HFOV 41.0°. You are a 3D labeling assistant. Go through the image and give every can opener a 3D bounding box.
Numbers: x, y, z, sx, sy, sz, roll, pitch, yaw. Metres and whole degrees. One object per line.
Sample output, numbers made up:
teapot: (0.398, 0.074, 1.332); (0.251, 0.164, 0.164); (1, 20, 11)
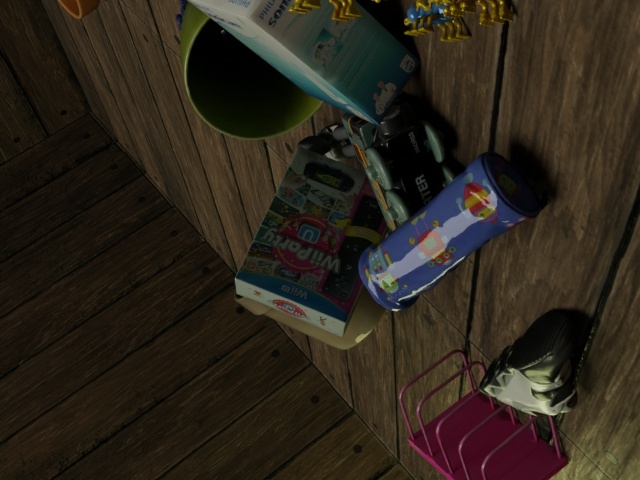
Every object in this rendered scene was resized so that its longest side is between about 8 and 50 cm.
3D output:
can opener: (0.046, -0.186, 1.655); (0.074, 0.093, 0.280); (60, 158, -13)

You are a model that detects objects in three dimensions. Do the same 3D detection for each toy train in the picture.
toy train: (0.151, -0.098, 1.466); (0.333, 0.142, 0.190); (63, 174, -32)

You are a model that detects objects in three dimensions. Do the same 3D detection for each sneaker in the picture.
sneaker: (0.396, 0.224, 1.471); (0.146, 0.122, 0.330); (34, 159, 7)

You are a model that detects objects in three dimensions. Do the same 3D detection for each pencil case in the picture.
pencil case: (0.193, -0.014, 1.299); (0.119, 0.133, 0.306); (50, 127, 1)

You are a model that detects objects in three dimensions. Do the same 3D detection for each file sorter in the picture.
file sorter: (0.330, 0.388, 1.794); (0.291, 0.202, 0.182); (34, 151, 51)

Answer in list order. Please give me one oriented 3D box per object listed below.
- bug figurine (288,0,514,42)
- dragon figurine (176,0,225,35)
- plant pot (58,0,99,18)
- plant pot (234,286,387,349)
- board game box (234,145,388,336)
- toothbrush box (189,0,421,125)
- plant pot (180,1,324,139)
bug figurine: (0.108, -0.309, 1.071); (0.216, 0.279, 0.072); (4, 93, 52)
dragon figurine: (-0.179, -0.389, 1.768); (0.289, 0.144, 0.085); (56, 164, -3)
plant pot: (-0.601, -0.735, 2.157); (0.291, 0.204, 0.291); (49, 162, 22)
plant pot: (0.003, 0.103, 2.019); (0.280, 0.323, 0.323); (42, 166, -13)
board game box: (0.000, 0.000, 1.637); (0.224, 0.303, 0.097); (22, 158, 5)
toothbrush box: (-0.027, -0.322, 1.306); (0.296, 0.126, 0.216); (31, -178, -39)
plant pot: (-0.143, -0.373, 1.571); (0.293, 0.275, 0.274); (-121, 7, -50)
